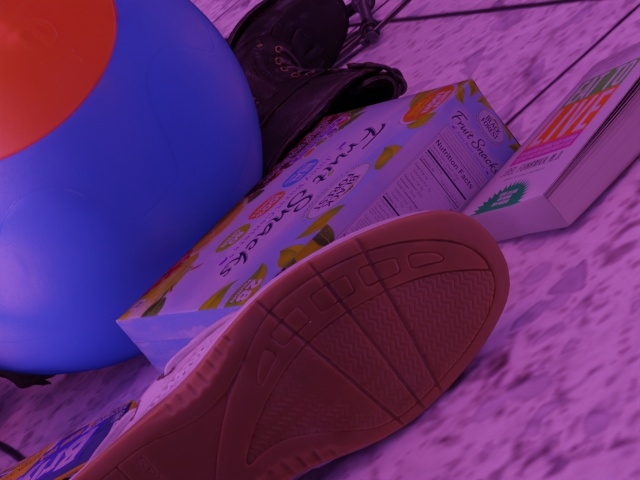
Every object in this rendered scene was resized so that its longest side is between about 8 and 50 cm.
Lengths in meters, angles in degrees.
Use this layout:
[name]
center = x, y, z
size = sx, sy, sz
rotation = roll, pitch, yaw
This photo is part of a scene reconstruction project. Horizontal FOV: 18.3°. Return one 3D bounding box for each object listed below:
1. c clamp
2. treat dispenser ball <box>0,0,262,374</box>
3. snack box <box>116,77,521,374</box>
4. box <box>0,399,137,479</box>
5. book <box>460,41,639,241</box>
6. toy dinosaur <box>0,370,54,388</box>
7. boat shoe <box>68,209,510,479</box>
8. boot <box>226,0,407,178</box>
[c clamp]
center = 0.026, -0.183, 1.738
size = 0.137, 0.022, 0.161
rotation = -41, 17, 6
[treat dispenser ball]
center = -0.183, -0.053, 1.335
size = 0.288, 0.288, 0.288
rotation = -34, 17, 12
[snack box]
center = 0.000, 0.000, 1.196
size = 0.207, 0.070, 0.174
rotation = -46, 18, -25
[box]
center = -0.160, 0.158, 1.128
size = 0.169, 0.054, 0.059
rotation = -29, 18, 24
[book]
center = 0.146, -0.055, 1.119
size = 0.144, 0.035, 0.096
rotation = -47, 15, -26
[toy dinosaur]
center = -0.245, 0.090, 1.459
size = 0.118, 0.064, 0.268
rotation = -18, 37, -4
[boat shoe]
center = -0.031, 0.076, 1.003
size = 0.277, 0.098, 0.096
rotation = -36, 10, -5
[boot]
center = -0.010, -0.110, 1.523
size = 0.263, 0.091, 0.229
rotation = -50, 25, -25
